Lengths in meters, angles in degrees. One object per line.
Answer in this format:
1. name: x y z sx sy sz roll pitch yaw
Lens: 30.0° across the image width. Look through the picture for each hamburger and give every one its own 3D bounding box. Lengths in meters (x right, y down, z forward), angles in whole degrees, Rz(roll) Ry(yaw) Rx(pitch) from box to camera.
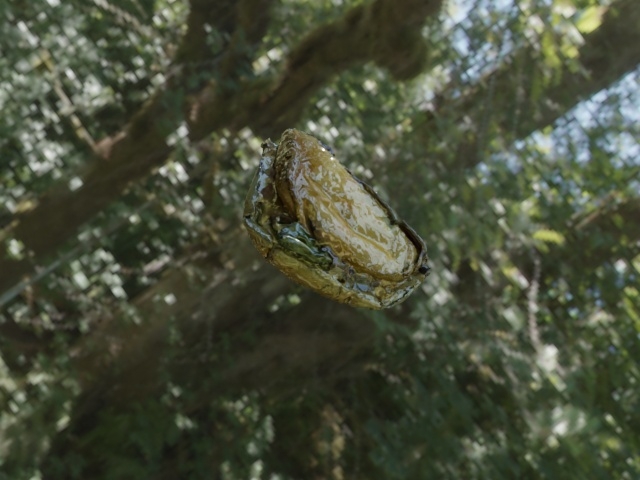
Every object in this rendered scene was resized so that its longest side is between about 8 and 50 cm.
1. hamburger: -0.007 0.000 0.960 0.176 0.102 0.087 47 -42 1
